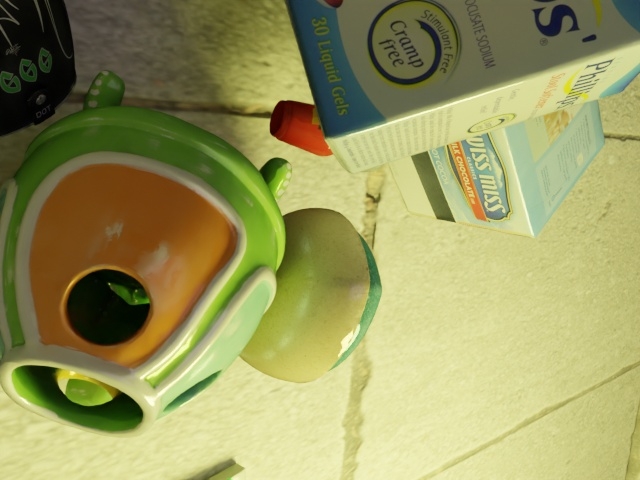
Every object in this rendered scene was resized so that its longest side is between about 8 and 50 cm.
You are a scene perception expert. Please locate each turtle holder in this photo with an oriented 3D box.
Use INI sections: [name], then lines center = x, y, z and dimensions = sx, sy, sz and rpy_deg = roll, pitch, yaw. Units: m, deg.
[turtle holder]
center = -0.181, 0.041, 0.534
dimensions = 0.243, 0.320, 0.227
rpy_deg = 39, 45, -32

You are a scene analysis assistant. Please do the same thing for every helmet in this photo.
[helmet]
center = -0.277, -0.174, 0.462
dimensions = 0.169, 0.169, 0.161
rpy_deg = -44, 144, -26

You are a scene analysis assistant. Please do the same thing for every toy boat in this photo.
[toy boat]
center = 0.000, 0.000, 0.696
dimensions = 0.148, 0.267, 0.318
rpy_deg = 13, 80, -26

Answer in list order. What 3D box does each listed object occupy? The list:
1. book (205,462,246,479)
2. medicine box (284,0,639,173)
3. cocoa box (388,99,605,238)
[book]
center = -0.139, 0.383, 0.821
dimensions = 0.096, 0.035, 0.144
rpy_deg = -17, 111, -43
[medicine box]
center = 0.118, -0.236, 0.568
dimensions = 0.149, 0.289, 0.263
rpy_deg = 23, 51, -79
[cocoa box]
center = 0.218, -0.214, 0.853
dimensions = 0.231, 0.228, 0.347
rpy_deg = -46, 128, -24
